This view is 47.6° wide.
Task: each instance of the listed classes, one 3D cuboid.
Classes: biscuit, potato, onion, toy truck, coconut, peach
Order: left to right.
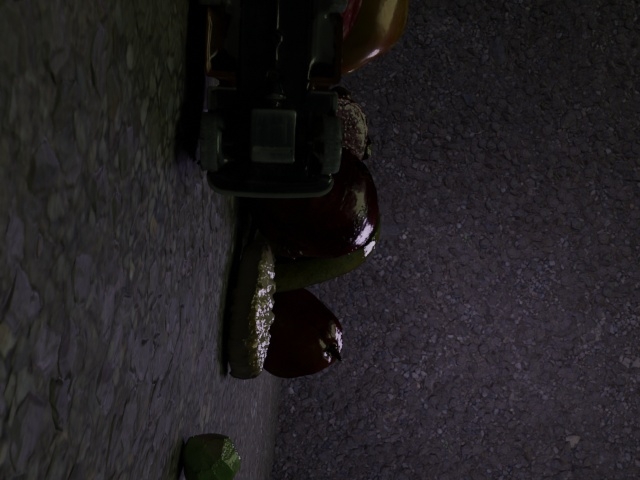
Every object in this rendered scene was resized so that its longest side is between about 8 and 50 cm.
[{"bbox_3d":[-0.159,0.321,1.056,0.083,0.082,0.081,-80,172,-51],"label":"coconut"},{"bbox_3d":[-0.132,0.138,1.400,0.179,0.084,0.281,68,28,-89],"label":"biscuit"},{"bbox_3d":[-0.060,-0.252,0.883,0.207,0.173,0.387,-125,-142,-78],"label":"toy truck"},{"bbox_3d":[-0.016,-0.076,1.436,0.276,0.276,0.276,6,90,-89],"label":"onion"},{"bbox_3d":[0.000,0.000,1.683,0.212,0.280,0.330,83,13,-50],"label":"potato"},{"bbox_3d":[0.039,-0.539,1.595,0.332,0.308,0.308,63,12,-17],"label":"peach"}]

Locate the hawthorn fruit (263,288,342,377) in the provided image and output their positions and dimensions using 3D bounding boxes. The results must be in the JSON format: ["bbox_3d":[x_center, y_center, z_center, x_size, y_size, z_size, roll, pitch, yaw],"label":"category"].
[{"bbox_3d":[-0.049,0.227,1.735,0.224,0.261,0.224,-30,126,-52],"label":"hawthorn fruit"}]

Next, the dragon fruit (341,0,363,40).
[{"bbox_3d":[-0.013,-0.396,1.147,0.329,0.228,0.286,113,-16,-87],"label":"dragon fruit"}]

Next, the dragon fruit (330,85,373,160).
[{"bbox_3d":[-0.014,-0.254,1.625,0.147,0.282,0.211,36,-74,51],"label":"dragon fruit"}]
